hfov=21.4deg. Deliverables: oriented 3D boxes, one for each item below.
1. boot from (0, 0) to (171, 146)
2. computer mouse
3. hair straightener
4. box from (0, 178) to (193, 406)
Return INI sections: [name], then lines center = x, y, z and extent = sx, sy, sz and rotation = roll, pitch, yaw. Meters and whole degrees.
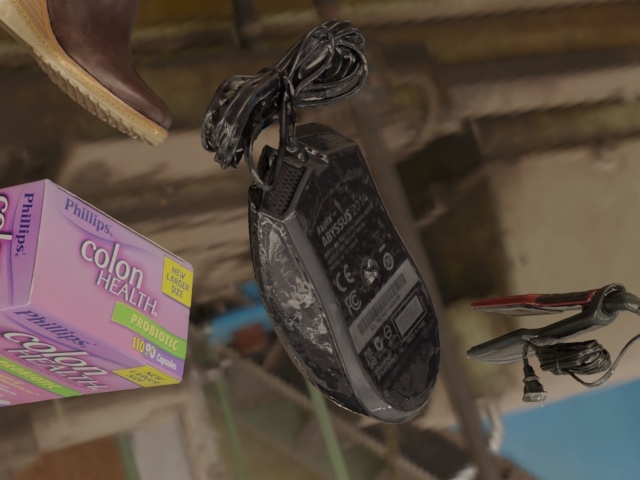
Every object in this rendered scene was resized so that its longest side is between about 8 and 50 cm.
[boot]
center = -0.170, -0.226, 1.429
extent = 0.207, 0.248, 0.090
rotation = -48, -174, -9
[computer mouse]
center = 0.000, 0.000, 1.143
extent = 0.072, 0.272, 0.188
rotation = -10, -161, 35
[hair straightener]
center = 0.182, 0.082, 1.270
extent = 0.047, 0.089, 0.230
rotation = 12, 169, -28
[box]
center = -0.276, 0.056, 1.514
extent = 0.243, 0.117, 0.213
rotation = -11, 153, 29
